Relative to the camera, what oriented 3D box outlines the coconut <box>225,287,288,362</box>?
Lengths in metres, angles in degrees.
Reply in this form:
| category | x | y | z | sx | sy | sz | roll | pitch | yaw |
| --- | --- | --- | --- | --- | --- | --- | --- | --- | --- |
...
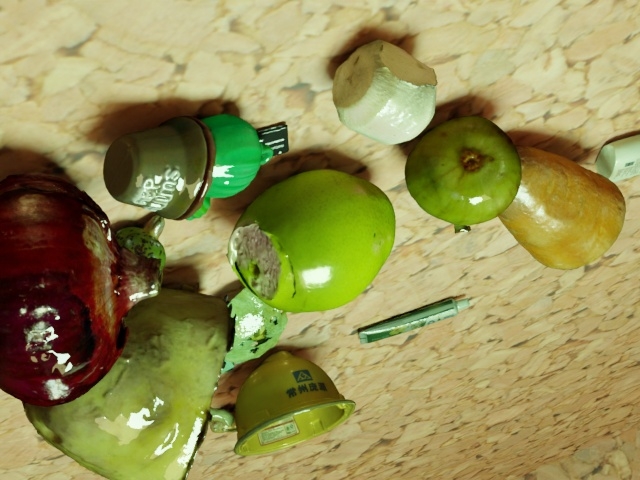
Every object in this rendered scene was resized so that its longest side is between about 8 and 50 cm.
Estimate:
| category | x | y | z | sx | sy | sz | roll | pitch | yaw |
| --- | --- | --- | --- | --- | --- | --- | --- | --- | --- |
| coconut | -0.107 | 0.129 | 1.515 | 0.133 | 0.055 | 0.158 | -18 | 135 | -23 |

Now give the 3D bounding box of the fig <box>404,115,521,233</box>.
| category | x | y | z | sx | sy | sz | roll | pitch | yaw |
| --- | --- | --- | --- | --- | --- | --- | --- | --- | --- |
| fig | 0.188 | -0.088 | 1.336 | 0.142 | 0.148 | 0.186 | -42 | -177 | 10 |

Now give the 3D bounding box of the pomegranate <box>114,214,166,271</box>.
| category | x | y | z | sx | sy | sz | roll | pitch | yaw |
| --- | --- | --- | --- | --- | --- | --- | --- | --- | --- |
| pomegranate | -0.219 | 0.013 | 1.270 | 0.084 | 0.073 | 0.073 | -30 | 151 | 15 |

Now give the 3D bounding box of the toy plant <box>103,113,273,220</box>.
| category | x | y | z | sx | sy | sz | roll | pitch | yaw |
| --- | --- | --- | --- | --- | --- | --- | --- | --- | --- |
| toy plant | -0.140 | -0.076 | 1.139 | 0.200 | 0.105 | 0.143 | -2 | 137 | -42 |

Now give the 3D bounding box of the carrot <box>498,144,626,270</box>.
| category | x | y | z | sx | sy | sz | roll | pitch | yaw |
| --- | --- | --- | --- | --- | --- | --- | --- | --- | --- |
| carrot | 0.307 | -0.070 | 1.451 | 0.159 | 0.159 | 0.225 | -36 | 136 | 24 |

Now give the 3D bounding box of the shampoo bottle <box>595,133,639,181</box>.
| category | x | y | z | sx | sy | sz | roll | pitch | yaw |
| --- | --- | --- | --- | --- | --- | --- | --- | --- | --- |
| shampoo bottle | 0.494 | -0.133 | 1.547 | 0.152 | 0.045 | 0.077 | -14 | 149 | -11 |

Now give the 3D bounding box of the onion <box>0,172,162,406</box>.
| category | x | y | z | sx | sy | sz | roll | pitch | yaw |
| --- | --- | --- | --- | --- | --- | --- | --- | --- | --- |
| onion | -0.281 | 0.048 | 1.114 | 0.219 | 0.252 | 0.252 | -9 | 151 | -1 |

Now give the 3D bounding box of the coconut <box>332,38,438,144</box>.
| category | x | y | z | sx | sy | sz | roll | pitch | yaw |
| --- | --- | --- | --- | --- | --- | --- | --- | --- | --- |
| coconut | 0.081 | -0.162 | 1.149 | 0.124 | 0.110 | 0.110 | 14 | 135 | -38 |

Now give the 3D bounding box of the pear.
| category | x | y | z | sx | sy | sz | roll | pitch | yaw |
| --- | --- | --- | --- | --- | --- | --- | --- | --- | --- |
| pear | 0.000 | 0.000 | 1.304 | 0.219 | 0.187 | 0.187 | -21 | 158 | -44 |

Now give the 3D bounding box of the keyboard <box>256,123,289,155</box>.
| category | x | y | z | sx | sy | sz | roll | pitch | yaw |
| --- | --- | --- | --- | --- | --- | --- | --- | --- | --- |
| keyboard | -0.111 | -0.101 | 1.213 | 0.155 | 0.010 | 0.053 | -17 | 150 | -10 |

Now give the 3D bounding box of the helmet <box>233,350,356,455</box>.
| category | x | y | z | sx | sy | sz | roll | pitch | yaw |
| --- | --- | --- | --- | --- | --- | --- | --- | --- | --- |
| helmet | -0.060 | 0.260 | 1.731 | 0.205 | 0.140 | 0.257 | -9 | 155 | -25 |

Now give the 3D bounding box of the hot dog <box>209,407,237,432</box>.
| category | x | y | z | sx | sy | sz | roll | pitch | yaw |
| --- | --- | --- | --- | --- | --- | --- | --- | --- | --- |
| hot dog | -0.109 | 0.331 | 1.916 | 0.215 | 0.047 | 0.066 | 5 | 178 | -39 |

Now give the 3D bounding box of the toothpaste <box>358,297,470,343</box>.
| category | x | y | z | sx | sy | sz | roll | pitch | yaw |
| --- | --- | --- | --- | --- | --- | --- | --- | --- | --- |
| toothpaste | 0.165 | 0.139 | 1.798 | 0.204 | 0.031 | 0.049 | -19 | 150 | -3 |

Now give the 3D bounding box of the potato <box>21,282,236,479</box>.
| category | x | y | z | sx | sy | sz | roll | pitch | yaw |
| --- | --- | --- | --- | --- | --- | --- | --- | --- | --- |
| potato | -0.271 | 0.171 | 1.349 | 0.237 | 0.301 | 0.288 | 19 | 170 | -17 |

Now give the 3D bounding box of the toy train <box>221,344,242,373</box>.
| category | x | y | z | sx | sy | sz | roll | pitch | yaw |
| --- | --- | --- | --- | --- | --- | --- | --- | --- | --- |
| toy train | -0.158 | 0.164 | 1.606 | 0.071 | 0.038 | 0.148 | -22 | 150 | 0 |

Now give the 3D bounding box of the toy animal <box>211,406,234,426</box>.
| category | x | y | z | sx | sy | sz | roll | pitch | yaw |
| --- | --- | --- | --- | --- | --- | --- | --- | --- | --- |
| toy animal | -0.223 | 0.252 | 1.674 | 0.101 | 0.103 | 0.218 | -14 | 159 | 27 |
